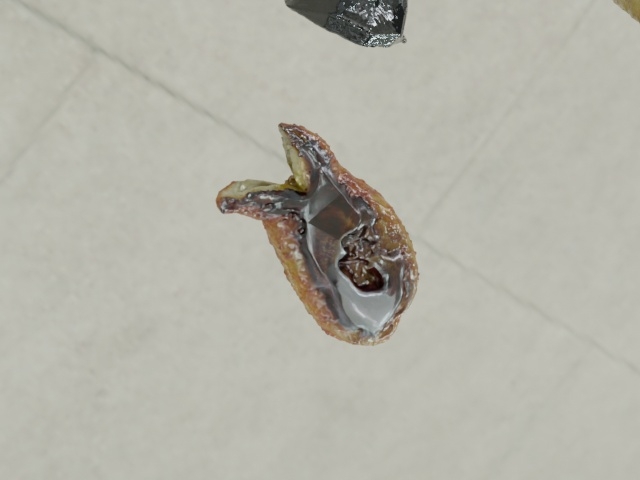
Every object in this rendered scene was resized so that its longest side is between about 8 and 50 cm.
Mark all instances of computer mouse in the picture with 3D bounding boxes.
[{"bbox_3d":[0.016,-0.196,1.235,0.099,0.172,0.057,10,116,-24],"label":"computer mouse"}]

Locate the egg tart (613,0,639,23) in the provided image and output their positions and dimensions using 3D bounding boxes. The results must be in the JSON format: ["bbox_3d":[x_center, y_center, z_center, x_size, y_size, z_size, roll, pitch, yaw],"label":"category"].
[{"bbox_3d":[0.349,-0.197,1.326,0.202,0.202,0.147,13,113,-56],"label":"egg tart"}]

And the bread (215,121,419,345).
[{"bbox_3d":[0.008,-0.004,1.735,0.139,0.095,0.269,-46,113,-10],"label":"bread"}]
